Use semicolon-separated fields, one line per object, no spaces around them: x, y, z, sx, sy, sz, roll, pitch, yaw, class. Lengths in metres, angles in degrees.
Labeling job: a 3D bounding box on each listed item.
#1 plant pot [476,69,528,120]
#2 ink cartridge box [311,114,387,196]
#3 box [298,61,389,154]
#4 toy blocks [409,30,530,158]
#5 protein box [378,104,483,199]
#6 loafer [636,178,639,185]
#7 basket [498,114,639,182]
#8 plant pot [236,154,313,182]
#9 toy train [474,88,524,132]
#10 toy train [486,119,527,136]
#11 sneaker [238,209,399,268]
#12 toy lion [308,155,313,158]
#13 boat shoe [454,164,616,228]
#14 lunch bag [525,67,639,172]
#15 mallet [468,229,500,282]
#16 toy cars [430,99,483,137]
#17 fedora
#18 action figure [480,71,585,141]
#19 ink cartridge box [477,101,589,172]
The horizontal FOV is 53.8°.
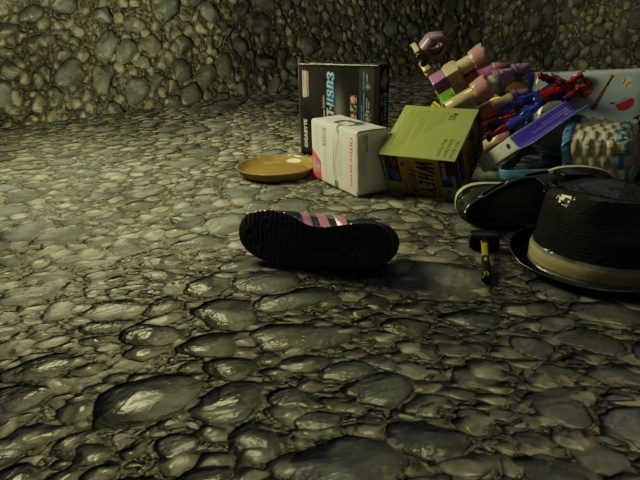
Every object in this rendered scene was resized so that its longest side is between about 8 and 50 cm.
0.684;-0.523;2.364;0.255;0.237;0.237;21;27;14;plant pot
0.075;-0.233;1.703;0.100;0.171;0.237;-13;24;-27;ink cartridge box
0.069;-0.406;1.980;0.294;0.295;0.073;12;23;30;box
0.458;-0.448;1.768;0.260;0.288;0.308;-30;51;14;toy blocks
0.289;-0.228;1.621;0.201;0.135;0.199;10;53;29;protein box
0.810;-0.111;1.447;0.220;0.080;0.078;-10;24;-20;loafer
0.597;-0.190;1.505;0.289;0.200;0.255;8;27;32;basket
-0.127;-0.211;1.858;0.237;0.032;0.236;-2;22;1;plant pot
0.588;-0.445;1.993;0.248;0.143;0.105;-10;38;40;toy train
0.619;-0.369;2.098;0.105;0.080;0.184;-23;27;-4;toy train
0.000;0.000;1.244;0.319;0.112;0.131;9;7;20;sneaker
0.011;-0.250;1.951;0.096;0.034;0.100;-16;25;-14;toy lion
0.462;-0.085;1.348;0.341;0.127;0.113;-1;19;10;boat shoe
0.771;-0.319;1.761;0.328;0.238;0.386;10;2;31;lunch bag
0.306;0.029;1.209;0.063;0.039;0.189;5;27;19;mallet
0.453;-0.393;2.185;0.177;0.087;0.393;31;17;-16;toy cars
0.520;-0.024;1.156;0.335;0.152;0.334;-2;22;1;fedora
0.537;-0.356;1.574;0.281;0.091;0.139;-28;-10;2;action figure
0.509;-0.260;1.529;0.206;0.045;0.208;-33;-1;-21;ink cartridge box
